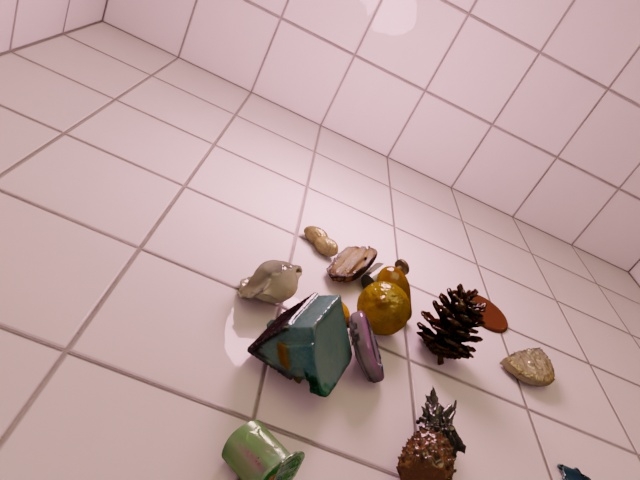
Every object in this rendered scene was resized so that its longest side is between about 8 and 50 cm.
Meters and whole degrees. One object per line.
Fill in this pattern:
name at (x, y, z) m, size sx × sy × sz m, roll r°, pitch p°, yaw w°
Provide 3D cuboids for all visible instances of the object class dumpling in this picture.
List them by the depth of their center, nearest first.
dumpling at (-0.173, 0.137, 1.808) m, size 0.193 × 0.147 × 0.258 m, roll 0°, pitch 19°, yaw 42°

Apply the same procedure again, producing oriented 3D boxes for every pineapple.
pineapple at (0.332, 0.568, 1.537) m, size 0.166 × 0.165 × 0.364 m, roll 35°, pitch 27°, yaw 11°

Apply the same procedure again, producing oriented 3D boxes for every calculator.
calculator at (0.846, 0.786, 1.774) m, size 0.141 × 0.019 × 0.094 m, roll 24°, pitch 29°, yaw -12°

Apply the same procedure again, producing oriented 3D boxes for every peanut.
peanut at (0.000, 0.000, 2.244) m, size 0.082 × 0.082 × 0.187 m, roll -4°, pitch 42°, yaw -45°

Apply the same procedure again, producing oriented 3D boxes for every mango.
mango at (0.288, 0.208, 2.069) m, size 0.136 × 0.099 × 0.227 m, roll -19°, pitch 92°, yaw -27°

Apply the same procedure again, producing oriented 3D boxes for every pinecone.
pinecone at (0.480, 0.305, 1.973) m, size 0.244 × 0.309 × 0.244 m, roll 27°, pitch 5°, yaw -2°

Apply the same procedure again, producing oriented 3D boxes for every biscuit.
biscuit at (0.859, 0.509, 2.168) m, size 0.281 × 0.084 × 0.179 m, roll -3°, pitch 41°, yaw -45°

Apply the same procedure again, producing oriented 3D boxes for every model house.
model house at (-0.075, 0.308, 1.589) m, size 0.249 × 0.229 × 0.280 m, roll -6°, pitch 14°, yaw 24°

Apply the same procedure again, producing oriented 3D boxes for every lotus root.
lotus root at (0.131, 0.110, 2.176) m, size 0.167 × 0.078 × 0.329 m, roll 3°, pitch 21°, yaw 25°

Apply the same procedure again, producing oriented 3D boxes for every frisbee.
frisbee at (0.741, 0.322, 2.437) m, size 0.251 × 0.021 × 0.250 m, roll 21°, pitch 30°, yaw -13°

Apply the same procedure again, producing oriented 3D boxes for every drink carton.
drink carton at (-0.140, 0.503, 1.242) m, size 0.142 × 0.146 × 0.144 m, roll 36°, pitch 28°, yaw 31°

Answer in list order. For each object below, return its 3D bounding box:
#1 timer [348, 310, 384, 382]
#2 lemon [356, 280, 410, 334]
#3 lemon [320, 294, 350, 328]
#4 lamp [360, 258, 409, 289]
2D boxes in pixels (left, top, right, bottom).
timer at (0.145, 0.340, 1.719) m, size 0.069 × 0.190 × 0.208 m, roll -17°, pitch 44°, yaw 8°
lemon at (0.225, 0.242, 1.919) m, size 0.192 × 0.192 × 0.231 m, roll 41°, pitch -3°, yaw 22°
lemon at (0.012, 0.251, 1.777) m, size 0.187 × 0.142 × 0.142 m, roll 21°, pitch 29°, yaw -16°
lamp at (0.265, 0.141, 2.194) m, size 0.215 × 0.121 × 0.121 m, roll -24°, pitch 56°, yaw -37°
